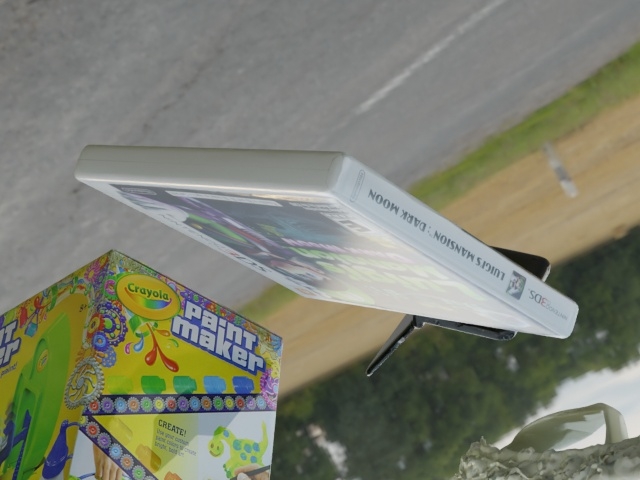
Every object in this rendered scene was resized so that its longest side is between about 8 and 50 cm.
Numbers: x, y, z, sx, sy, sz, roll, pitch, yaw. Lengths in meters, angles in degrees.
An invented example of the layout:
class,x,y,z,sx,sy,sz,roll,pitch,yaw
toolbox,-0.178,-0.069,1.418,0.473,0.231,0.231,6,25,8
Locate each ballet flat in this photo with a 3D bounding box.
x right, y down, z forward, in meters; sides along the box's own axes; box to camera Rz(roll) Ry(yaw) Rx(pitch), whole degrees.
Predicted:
class,x,y,z,sx,sy,sz,roll,pitch,yaw
ballet flat,0.247,0.189,0.986,0.147,0.147,0.409,-21,179,-41

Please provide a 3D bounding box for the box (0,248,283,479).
class,x,y,z,sx,sy,sz,roll,pitch,yaw
box,-0.197,0.205,0.928,0.177,0.279,0.290,31,138,-33

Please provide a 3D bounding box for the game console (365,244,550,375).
class,x,y,z,sx,sy,sz,roll,pitch,yaw
game console,0.104,0.057,0.897,0.107,0.071,0.122,12,-151,19

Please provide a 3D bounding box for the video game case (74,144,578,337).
class,x,y,z,sx,sy,sz,roll,pitch,yaw
video game case,0.000,0.000,0.580,0.190,0.022,0.173,6,162,47
